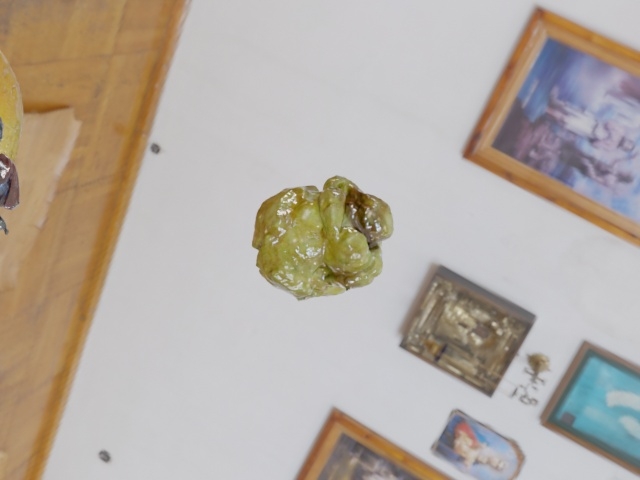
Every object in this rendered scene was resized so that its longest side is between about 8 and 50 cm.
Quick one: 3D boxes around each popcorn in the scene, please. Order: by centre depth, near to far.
[{"bbox_3d":[0.001,-0.006,1.505,0.277,0.225,0.276,-14,175,-1],"label":"popcorn"}]

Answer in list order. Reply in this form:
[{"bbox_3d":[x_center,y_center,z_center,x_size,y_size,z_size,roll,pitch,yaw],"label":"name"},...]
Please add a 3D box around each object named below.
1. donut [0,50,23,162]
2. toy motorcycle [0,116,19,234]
[{"bbox_3d":[-0.483,-0.137,0.939,0.303,0.110,0.302,-41,144,-38],"label":"donut"},{"bbox_3d":[-0.346,-0.019,0.703,0.213,0.082,0.122,-58,166,-15],"label":"toy motorcycle"}]
